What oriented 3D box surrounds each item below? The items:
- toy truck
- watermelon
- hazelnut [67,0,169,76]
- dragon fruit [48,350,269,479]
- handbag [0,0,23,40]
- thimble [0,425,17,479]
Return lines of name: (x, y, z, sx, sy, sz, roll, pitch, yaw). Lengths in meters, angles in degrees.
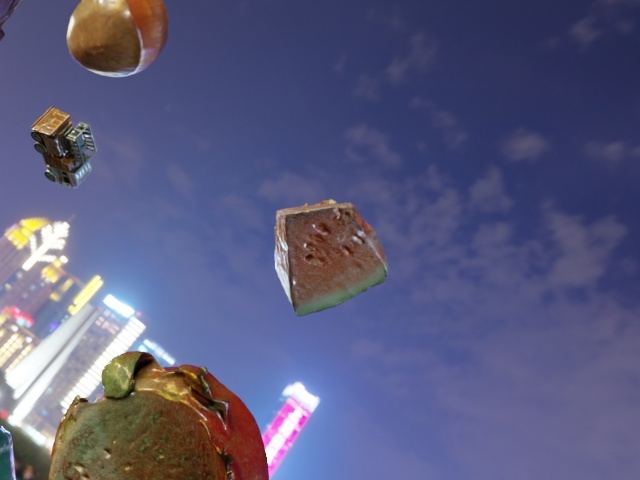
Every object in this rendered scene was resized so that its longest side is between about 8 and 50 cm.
toy truck: (-0.549, -0.192, 1.631, 0.115, 0.080, 0.178, 20, -37, 13)
watermelon: (0.000, 0.000, 1.310, 0.257, 0.192, 0.140, 69, -5, -53)
hazelnut: (-0.407, -0.432, 1.537, 0.214, 0.214, 0.176, 6, -60, 50)
dragon fruit: (-0.172, 0.265, 0.780, 0.268, 0.295, 0.130, -3, -15, 10)
handbag: (-0.325, -0.197, 0.588, 0.135, 0.146, 0.225, 40, 12, -20)
thimble: (-0.559, 0.346, 1.004, 0.254, 0.288, 0.167, 138, -61, -76)
